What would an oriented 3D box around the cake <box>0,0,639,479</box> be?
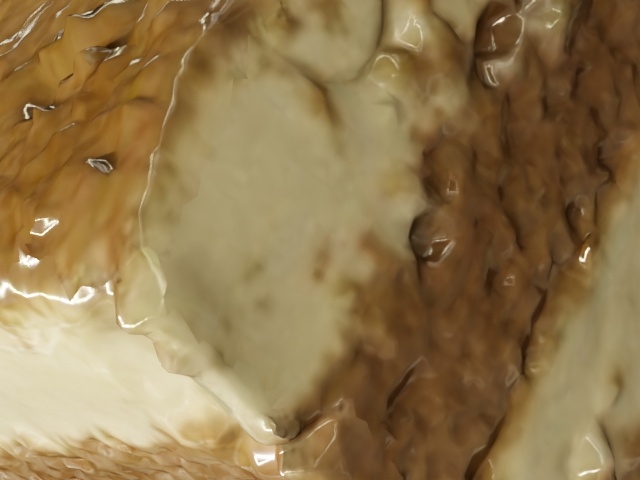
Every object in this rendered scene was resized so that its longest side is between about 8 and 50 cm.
[{"bbox_3d":[0.000,0.000,0.628,0.282,0.290,0.255,-10,46,51],"label":"cake"}]
